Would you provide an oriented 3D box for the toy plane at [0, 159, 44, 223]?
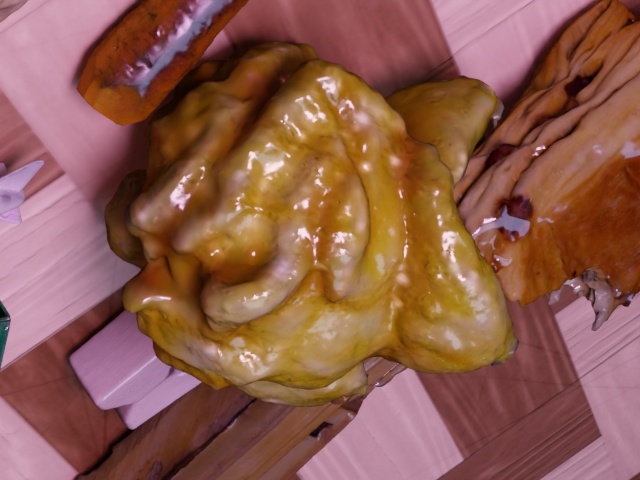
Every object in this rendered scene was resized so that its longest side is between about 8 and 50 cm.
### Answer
[{"bbox_3d":[-0.294,-0.025,1.356,0.171,0.065,0.162,-16,152,-35],"label":"toy plane"}]

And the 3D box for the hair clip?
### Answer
[{"bbox_3d":[-0.066,0.040,1.608,0.331,0.085,0.101,-39,150,0],"label":"hair clip"}]

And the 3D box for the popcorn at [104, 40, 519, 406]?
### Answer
[{"bbox_3d":[0.005,-0.009,1.411,0.321,0.326,0.290,-52,158,9],"label":"popcorn"}]

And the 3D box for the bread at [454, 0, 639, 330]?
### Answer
[{"bbox_3d":[0.253,-0.050,1.679,0.370,0.191,0.314,-37,143,-9],"label":"bread"}]

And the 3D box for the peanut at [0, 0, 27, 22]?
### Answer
[{"bbox_3d":[-0.255,-0.156,1.148,0.149,0.149,0.313,-8,146,-35],"label":"peanut"}]

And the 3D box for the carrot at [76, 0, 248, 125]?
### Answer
[{"bbox_3d":[-0.064,-0.214,1.343,0.314,0.066,0.066,-49,144,10],"label":"carrot"}]

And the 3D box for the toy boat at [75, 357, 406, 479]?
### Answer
[{"bbox_3d":[-0.086,0.190,1.743,0.445,0.136,0.162,-43,142,17],"label":"toy boat"}]

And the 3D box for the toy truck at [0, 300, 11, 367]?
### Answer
[{"bbox_3d":[-0.301,0.093,1.471,0.065,0.079,0.147,-12,140,-33],"label":"toy truck"}]
